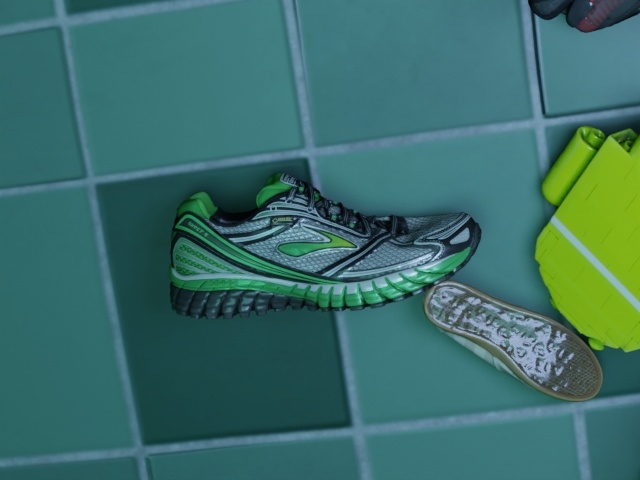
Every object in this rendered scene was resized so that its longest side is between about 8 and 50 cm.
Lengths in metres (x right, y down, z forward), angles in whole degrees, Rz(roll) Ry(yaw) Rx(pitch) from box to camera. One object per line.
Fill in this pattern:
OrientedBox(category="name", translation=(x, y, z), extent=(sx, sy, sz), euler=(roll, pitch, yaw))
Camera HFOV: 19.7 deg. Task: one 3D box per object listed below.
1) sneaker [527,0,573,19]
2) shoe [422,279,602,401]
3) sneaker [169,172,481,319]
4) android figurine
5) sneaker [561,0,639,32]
OrientedBox(category="sneaker", translation=(0.411, -0.292, 1.742), extent=(0.483, 0.185, 0.202), euler=(0, 117, 10))
OrientedBox(category="shoe", translation=(0.208, 0.105, 2.005), extent=(0.219, 0.058, 0.076), euler=(31, 86, -4))
OrientedBox(category="sneaker", translation=(0.000, 0.000, 1.969), extent=(0.344, 0.134, 0.146), euler=(-4, 98, 8))
OrientedBox(category="android figurine", translation=(0.326, 0.002, 1.909), extent=(0.248, 0.056, 0.273), euler=(46, 131, 22))
OrientedBox(category="sneaker", translation=(0.378, -0.275, 1.864), extent=(0.276, 0.097, 0.135), euler=(-32, 94, 13))
